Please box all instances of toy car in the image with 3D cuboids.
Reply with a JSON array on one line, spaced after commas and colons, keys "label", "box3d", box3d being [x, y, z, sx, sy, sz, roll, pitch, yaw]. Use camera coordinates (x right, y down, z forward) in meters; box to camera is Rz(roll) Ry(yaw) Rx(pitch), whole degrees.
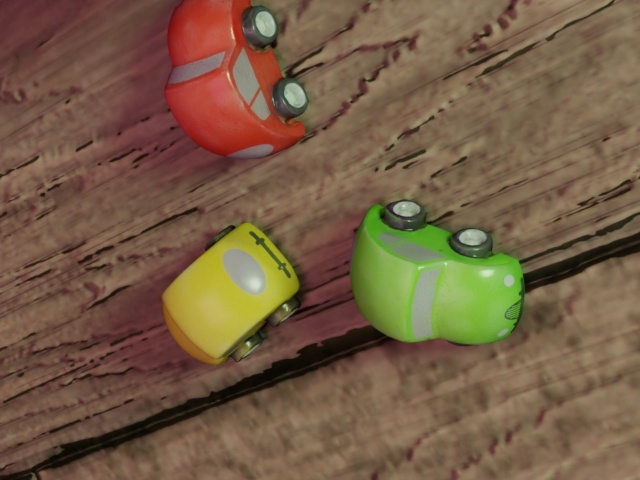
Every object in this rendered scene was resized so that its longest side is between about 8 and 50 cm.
[{"label": "toy car", "box3d": [0.000, 0.000, 0.967, 0.225, 0.053, 0.239, 22, 126, 27]}]
